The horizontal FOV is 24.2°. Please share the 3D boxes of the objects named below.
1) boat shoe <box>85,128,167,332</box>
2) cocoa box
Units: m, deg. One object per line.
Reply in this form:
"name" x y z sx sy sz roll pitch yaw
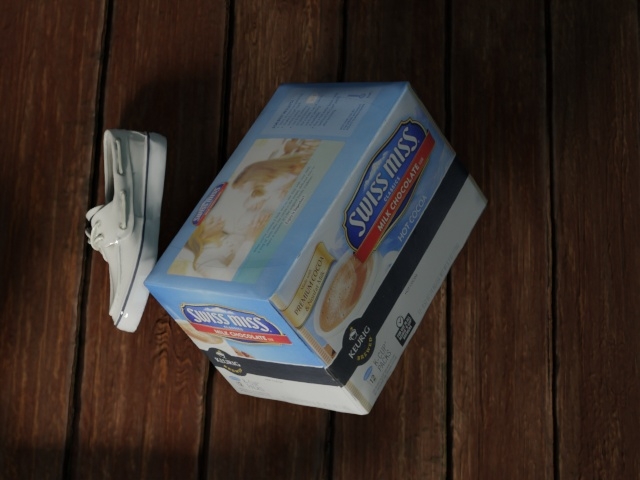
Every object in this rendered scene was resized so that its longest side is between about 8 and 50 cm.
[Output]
"boat shoe" -0.247 -0.018 1.848 0.088 0.096 0.267 10 70 -16
"cocoa box" 0.000 0.000 1.832 0.228 0.231 0.347 52 58 -35
